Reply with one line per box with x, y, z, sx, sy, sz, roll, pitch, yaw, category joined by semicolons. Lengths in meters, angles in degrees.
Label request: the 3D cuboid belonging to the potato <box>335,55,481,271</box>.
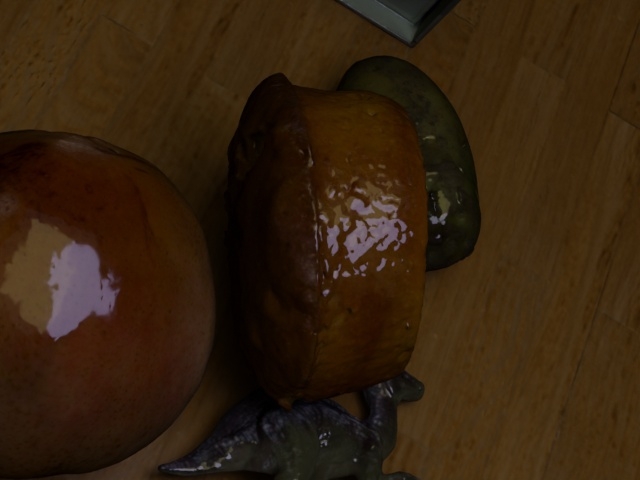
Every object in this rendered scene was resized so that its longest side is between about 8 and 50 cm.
0.087;-0.083;1.682;0.149;0.113;0.251;-16;67;-22;potato

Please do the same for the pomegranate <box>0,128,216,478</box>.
-0.241;0.065;1.370;0.319;0.319;0.319;10;65;-22;pomegranate

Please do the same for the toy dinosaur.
-0.004;0.205;1.535;0.294;0.077;0.162;-12;62;-43;toy dinosaur

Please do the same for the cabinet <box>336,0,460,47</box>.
0.106;-0.355;1.782;0.145;0.150;0.206;30;60;-12;cabinet

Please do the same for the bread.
0.000;-0.006;1.489;0.172;0.312;0.312;-3;69;-11;bread
